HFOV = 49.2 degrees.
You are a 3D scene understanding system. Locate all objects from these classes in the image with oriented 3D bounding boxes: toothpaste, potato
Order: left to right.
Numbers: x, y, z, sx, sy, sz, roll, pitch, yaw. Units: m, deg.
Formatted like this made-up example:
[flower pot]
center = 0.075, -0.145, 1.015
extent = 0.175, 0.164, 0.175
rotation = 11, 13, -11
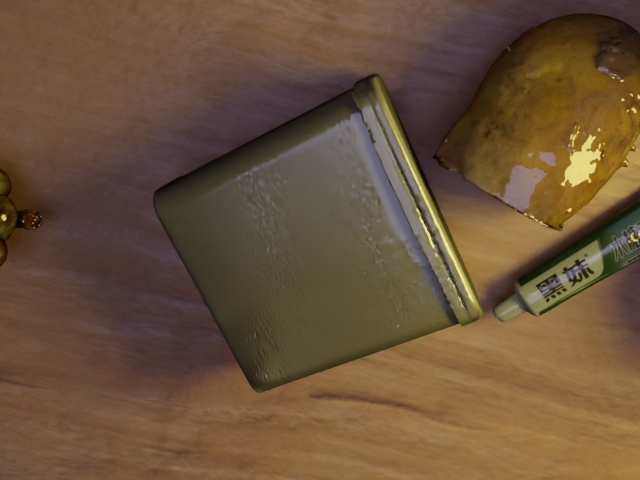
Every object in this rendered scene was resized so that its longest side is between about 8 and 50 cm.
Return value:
[potato]
center = 0.306, -0.167, 0.902
extent = 0.229, 0.229, 0.266
rotation = 28, 102, -3
[toothpaste]
center = 0.422, 0.009, 1.006
extent = 0.392, 0.061, 0.099
rotation = -34, 97, 11

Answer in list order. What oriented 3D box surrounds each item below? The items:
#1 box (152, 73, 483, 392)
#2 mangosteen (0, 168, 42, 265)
[box]
center = 0.000, 0.000, 0.991
extent = 0.343, 0.177, 0.352
rotation = -24, 102, 14
[mangosteen]
center = -0.538, -0.038, 1.038
extent = 0.230, 0.194, 0.194
rotation = -3, 107, -24
